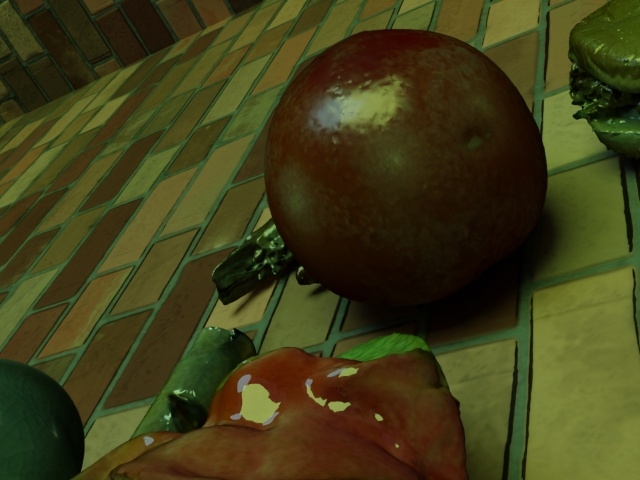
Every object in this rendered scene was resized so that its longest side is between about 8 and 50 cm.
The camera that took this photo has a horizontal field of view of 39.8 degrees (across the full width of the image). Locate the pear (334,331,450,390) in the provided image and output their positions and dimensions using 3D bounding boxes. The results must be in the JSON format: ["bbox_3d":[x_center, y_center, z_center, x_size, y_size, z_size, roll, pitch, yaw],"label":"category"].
[{"bbox_3d":[-0.022,0.176,0.626,0.288,0.139,0.239,-32,10,8],"label":"pear"}]

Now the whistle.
[{"bbox_3d":[-0.154,0.203,0.795,0.068,0.057,0.326,-21,26,41],"label":"whistle"}]

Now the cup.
[{"bbox_3d":[-0.281,0.216,0.745,0.199,0.199,0.150,-39,27,-16],"label":"cup"}]

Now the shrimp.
[{"bbox_3d":[0.000,0.001,1.002,0.253,0.058,0.173,-37,34,-18],"label":"shrimp"}]

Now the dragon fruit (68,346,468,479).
[{"bbox_3d":[0.004,0.190,0.381,0.305,0.305,0.226,-4,29,44],"label":"dragon fruit"}]

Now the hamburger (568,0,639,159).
[{"bbox_3d":[0.350,-0.171,0.848,0.215,0.122,0.189,-41,33,-28],"label":"hamburger"}]

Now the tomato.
[{"bbox_3d":[0.075,-0.076,0.829,0.265,0.265,0.265,-25,26,13],"label":"tomato"}]
